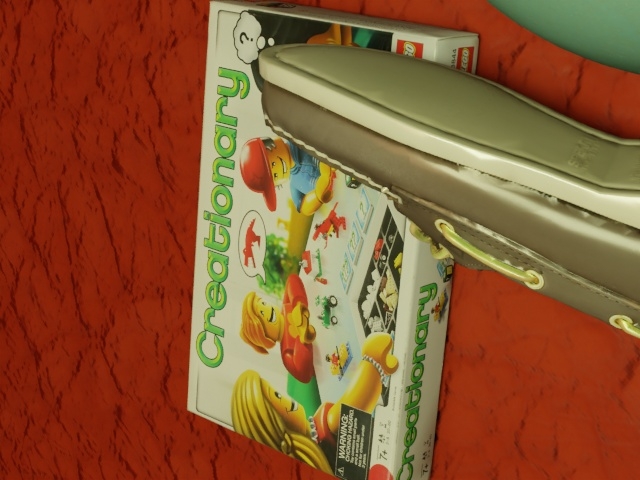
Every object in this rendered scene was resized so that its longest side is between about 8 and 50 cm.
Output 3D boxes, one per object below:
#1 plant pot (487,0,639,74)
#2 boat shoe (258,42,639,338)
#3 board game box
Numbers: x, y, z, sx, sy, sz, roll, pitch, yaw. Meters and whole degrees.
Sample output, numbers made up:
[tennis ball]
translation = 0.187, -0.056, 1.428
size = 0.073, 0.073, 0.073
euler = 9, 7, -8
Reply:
[plant pot]
translation = 0.166, -0.202, 0.548
size = 0.293, 0.235, 0.293
euler = 10, 106, 39
[boat shoe]
translation = 0.105, -0.024, 0.691
size = 0.324, 0.116, 0.097
euler = 21, 119, 17
[board game box]
translation = 0.000, 0.000, 0.856
size = 0.193, 0.053, 0.305
euler = 16, 109, 38
